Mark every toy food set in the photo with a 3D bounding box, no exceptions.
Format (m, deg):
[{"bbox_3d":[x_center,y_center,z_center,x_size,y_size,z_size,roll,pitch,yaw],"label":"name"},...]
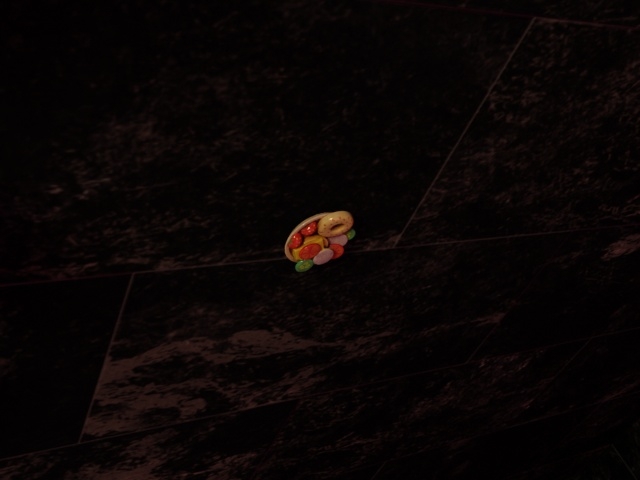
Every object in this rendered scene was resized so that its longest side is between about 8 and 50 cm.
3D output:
[{"bbox_3d":[0.000,0.000,0.902,0.083,0.020,0.082,-24,147,-10],"label":"toy food set"}]
